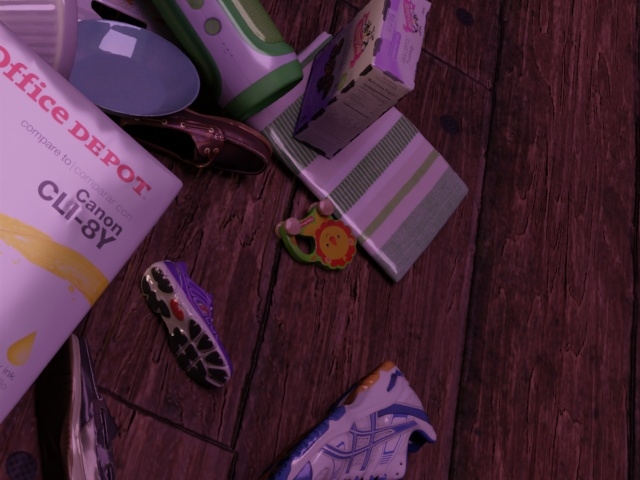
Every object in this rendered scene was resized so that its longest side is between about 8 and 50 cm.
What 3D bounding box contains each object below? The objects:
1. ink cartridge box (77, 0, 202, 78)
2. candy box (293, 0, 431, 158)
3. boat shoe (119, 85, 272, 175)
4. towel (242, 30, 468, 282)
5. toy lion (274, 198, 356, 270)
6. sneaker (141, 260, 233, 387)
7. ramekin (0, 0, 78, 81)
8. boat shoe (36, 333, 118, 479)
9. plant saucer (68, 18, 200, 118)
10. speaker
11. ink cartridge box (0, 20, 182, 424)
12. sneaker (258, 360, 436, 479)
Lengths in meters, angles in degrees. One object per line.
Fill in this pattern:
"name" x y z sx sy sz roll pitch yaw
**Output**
"ink cartridge box" -0.266 -0.354 1.774 0.275 0.060 0.239 22 60 -25
"candy box" 0.056 -0.231 1.783 0.070 0.196 0.165 29 51 -20
"boat shoe" -0.162 -0.126 1.695 0.207 0.073 0.073 20 42 -14
"towel" 0.052 -0.124 1.879 0.325 0.038 0.248 47 47 -5
"toy lion" 0.000 0.000 1.761 0.100 0.034 0.096 -30 95 -34
"sneaker" -0.145 0.094 1.574 0.071 0.068 0.170 -15 71 -47
"ramekin" -0.373 -0.263 1.539 0.109 0.207 0.207 -7 67 -33
"boat shoe" -0.255 0.210 1.414 0.073 0.080 0.223 11 62 -38
"plant saucer" -0.248 -0.204 1.639 0.195 0.037 0.195 15 40 -13
"speaker" -0.146 -0.307 1.717 0.131 0.131 0.296 -34 91 -44
"ink cartridge box" -0.366 0.004 1.316 0.279 0.160 0.384 43 61 -15
"sneaker" 0.041 0.261 1.570 0.131 0.112 0.296 52 47 2
